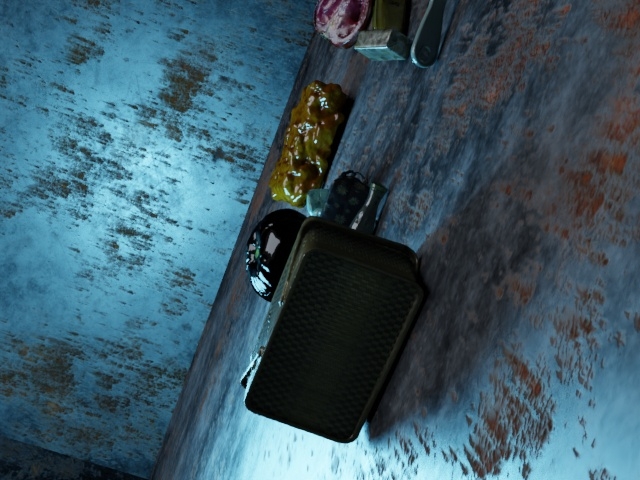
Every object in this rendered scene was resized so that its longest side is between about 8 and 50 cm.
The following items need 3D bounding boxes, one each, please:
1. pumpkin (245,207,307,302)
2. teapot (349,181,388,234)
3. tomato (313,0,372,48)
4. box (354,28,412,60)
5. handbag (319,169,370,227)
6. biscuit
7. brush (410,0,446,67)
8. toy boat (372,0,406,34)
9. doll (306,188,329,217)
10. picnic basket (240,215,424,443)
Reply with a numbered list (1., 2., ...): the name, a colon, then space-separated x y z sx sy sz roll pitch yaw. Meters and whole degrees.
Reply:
1. pumpkin: -0.074 0.033 1.923 0.202 0.140 0.202 -171 90 -68
2. teapot: 0.076 -0.043 1.535 0.043 0.043 0.111 -146 77 -80
3. tomato: 0.077 -0.585 2.452 0.173 0.099 0.189 -53 53 12
4. box: 0.118 -0.370 1.773 0.098 0.062 0.045 9 78 51
5. handbag: 0.045 -0.079 1.693 0.139 0.072 0.115 -79 8 -61
6. biscuit: -0.033 -0.237 2.319 0.318 0.110 0.312 -138 66 -80
7. brush: 0.210 -0.419 1.508 0.060 0.068 0.297 6 79 58
8. toy boat: 0.139 -0.444 1.913 0.088 0.068 0.226 113 167 -47
9. doll: 0.000 0.000 1.771 0.158 0.059 0.159 -88 0 -61
10. picnic basket: 0.011 0.114 1.219 0.139 0.165 0.267 -96 27 -72
